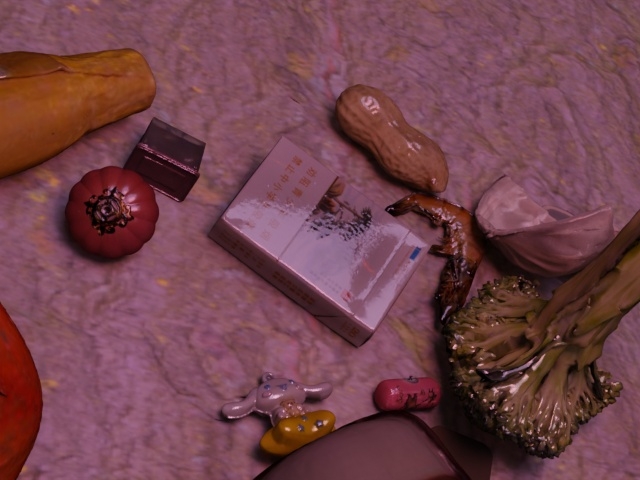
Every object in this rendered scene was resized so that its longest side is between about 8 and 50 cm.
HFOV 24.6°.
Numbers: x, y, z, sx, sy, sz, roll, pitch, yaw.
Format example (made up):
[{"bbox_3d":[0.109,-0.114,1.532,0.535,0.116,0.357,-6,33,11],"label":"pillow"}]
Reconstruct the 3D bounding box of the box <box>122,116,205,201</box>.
[{"bbox_3d":[-0.186,-0.100,1.777,0.085,0.060,0.063,27,45,-11],"label":"box"}]

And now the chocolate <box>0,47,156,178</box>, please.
[{"bbox_3d":[-0.387,-0.141,1.646,0.445,0.162,0.162,-23,74,-38],"label":"chocolate"}]

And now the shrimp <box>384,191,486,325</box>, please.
[{"bbox_3d":[0.138,0.013,1.890,0.148,0.035,0.195,31,49,-10],"label":"shrimp"}]

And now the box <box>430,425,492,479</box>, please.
[{"bbox_3d":[0.154,0.289,1.739,0.091,0.031,0.126,22,54,-15],"label":"box"}]

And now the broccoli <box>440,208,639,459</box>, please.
[{"bbox_3d":[0.313,0.082,1.756,0.221,0.361,0.252,47,13,11],"label":"broccoli"}]

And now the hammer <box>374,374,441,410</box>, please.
[{"bbox_3d":[0.106,0.184,1.770,0.083,0.043,0.043,1,62,-27],"label":"hammer"}]

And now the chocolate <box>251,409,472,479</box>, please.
[{"bbox_3d":[0.027,0.305,1.542,0.284,0.283,0.186,-20,57,-35],"label":"chocolate"}]

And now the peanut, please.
[{"bbox_3d":[0.097,-0.131,1.929,0.187,0.082,0.082,44,52,2],"label":"peanut"}]

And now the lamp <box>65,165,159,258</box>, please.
[{"bbox_3d":[-0.239,-0.032,1.684,0.107,0.092,0.107,0,86,-1],"label":"lamp"}]

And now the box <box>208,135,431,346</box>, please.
[{"bbox_3d":[0.001,0.000,1.793,0.233,0.067,0.149,37,64,-2],"label":"box"}]

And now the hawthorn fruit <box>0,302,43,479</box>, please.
[{"bbox_3d":[-0.410,0.122,1.413,0.276,0.276,0.307,9,43,-23],"label":"hawthorn fruit"}]

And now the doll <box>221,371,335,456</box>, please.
[{"bbox_3d":[-0.033,0.197,1.684,0.113,0.071,0.135,37,43,20],"label":"doll"}]

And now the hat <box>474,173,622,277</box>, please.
[{"bbox_3d":[0.325,0.016,1.937,0.164,0.219,0.226,-44,118,-12],"label":"hat"}]
